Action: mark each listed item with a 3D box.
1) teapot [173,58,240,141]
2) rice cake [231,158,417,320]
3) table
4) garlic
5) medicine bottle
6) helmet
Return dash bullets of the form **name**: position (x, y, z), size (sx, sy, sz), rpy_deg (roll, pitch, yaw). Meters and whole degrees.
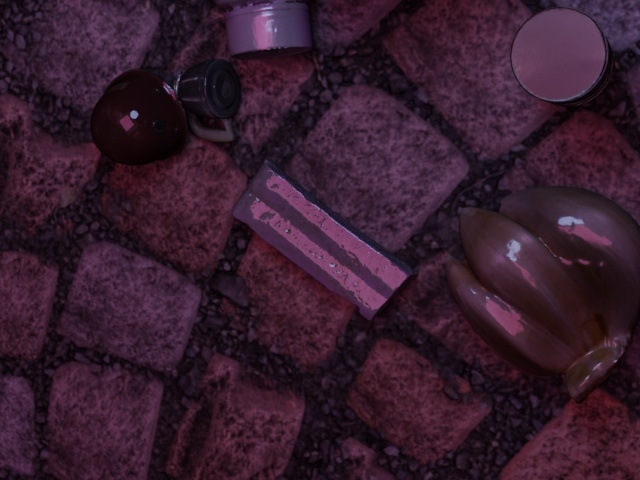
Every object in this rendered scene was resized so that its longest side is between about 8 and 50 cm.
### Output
- **teapot**: position (-0.184, -0.218, 1.835), size (0.091, 0.092, 0.124), rpy_deg (1, 89, 33)
- **rice cake**: position (0.000, 0.002, 1.817), size (0.298, 0.050, 0.106), rpy_deg (38, 105, 10)
- **table**: position (0.333, -0.247, 1.603), size (0.126, 0.220, 0.126), rpy_deg (1, 95, 15)
- **garlic**: position (0.336, 0.055, 1.683), size (0.279, 0.132, 0.325), rpy_deg (-36, 89, 9)
- **medicine bottle**: position (-0.088, -0.404, 1.754), size (0.152, 0.152, 0.254), rpy_deg (-5, 95, 17)
- **helmet**: position (-0.306, -0.177, 1.838), size (0.175, 0.106, 0.155), rpy_deg (-1, 116, 38)
